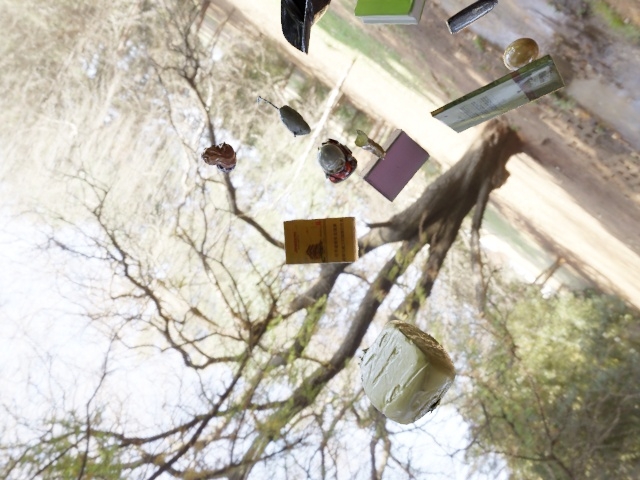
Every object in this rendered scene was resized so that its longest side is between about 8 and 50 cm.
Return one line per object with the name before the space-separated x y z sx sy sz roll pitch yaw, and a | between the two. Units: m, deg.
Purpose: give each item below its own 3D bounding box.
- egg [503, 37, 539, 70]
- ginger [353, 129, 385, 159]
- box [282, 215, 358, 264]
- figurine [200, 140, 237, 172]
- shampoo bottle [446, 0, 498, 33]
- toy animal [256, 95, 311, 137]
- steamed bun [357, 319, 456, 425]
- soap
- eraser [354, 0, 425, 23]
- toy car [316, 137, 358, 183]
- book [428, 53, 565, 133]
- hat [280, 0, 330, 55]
egg | 0.521 -0.482 1.251 0.080 0.080 0.096 33 168 -7
ginger | 0.139 -0.279 1.414 0.058 0.044 0.137 3 167 42
box | 0.000 0.000 1.845 0.274 0.174 0.076 -3 -179 17
figurine | -0.396 -0.335 1.911 0.157 0.114 0.126 23 -133 -68
shampoo bottle | 0.704 -1.053 2.255 0.087 0.234 0.049 41 -152 -50
toy animal | -0.142 -0.465 1.786 0.253 0.079 0.070 36 -145 9
steamed bun | 0.233 0.355 1.303 0.166 0.231 0.273 24 -173 -27
soap | 0.308 -0.314 2.025 0.181 0.259 0.081 35 -172 -24
eraser | 0.277 -0.943 1.859 0.274 0.209 0.092 19 -174 40
toy car | 0.034 -0.256 1.500 0.139 0.112 0.112 58 -160 18
book | 0.435 -0.347 1.192 0.201 0.290 0.026 2 -108 -57
hat | -0.028 -0.823 1.661 0.238 0.209 0.336 46 157 40
